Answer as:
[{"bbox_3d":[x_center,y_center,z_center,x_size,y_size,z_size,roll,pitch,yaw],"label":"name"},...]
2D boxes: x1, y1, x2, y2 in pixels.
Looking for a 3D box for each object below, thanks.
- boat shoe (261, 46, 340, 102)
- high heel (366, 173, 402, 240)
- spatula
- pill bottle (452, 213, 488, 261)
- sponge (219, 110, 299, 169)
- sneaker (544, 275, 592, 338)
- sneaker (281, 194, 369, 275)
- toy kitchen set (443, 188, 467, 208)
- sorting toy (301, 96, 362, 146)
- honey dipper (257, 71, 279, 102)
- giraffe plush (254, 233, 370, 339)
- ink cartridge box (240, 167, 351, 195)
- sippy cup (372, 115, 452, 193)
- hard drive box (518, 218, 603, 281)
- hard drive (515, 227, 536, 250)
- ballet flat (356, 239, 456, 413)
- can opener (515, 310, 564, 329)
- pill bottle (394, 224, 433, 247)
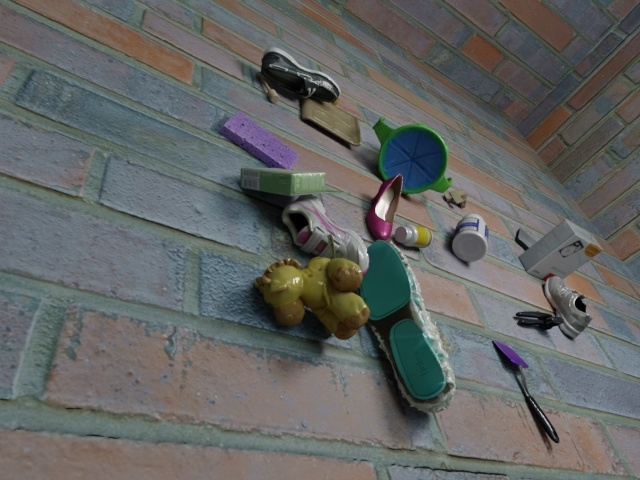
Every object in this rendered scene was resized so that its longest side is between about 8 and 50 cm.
[{"bbox_3d":[-0.069,-0.538,1.648,0.302,0.114,0.091,20,63,-22],"label":"boat shoe"},{"bbox_3d":[0.201,-0.099,1.404,0.082,0.117,0.244,34,33,-11],"label":"high heel"},{"bbox_3d":[0.541,0.384,1.255,0.084,0.030,0.297,22,36,-30],"label":"spatula"},{"bbox_3d":[0.510,-0.017,1.630,0.112,0.112,0.187,40,33,-1],"label":"pill bottle"},{"bbox_3d":[-0.161,-0.264,1.313,0.210,0.031,0.117,35,33,-10],"label":"sponge"},{"bbox_3d":[0.909,0.223,1.746,0.105,0.115,0.281,29,34,-17],"label":"sneaker"},{"bbox_3d":[0.000,0.000,1.109,0.252,0.103,0.111,42,33,18],"label":"sneaker"},{"bbox_3d":[0.532,-0.146,1.884,0.083,0.075,0.068,-14,46,-5],"label":"toy kitchen set"},{"bbox_3d":[0.034,-0.459,1.746,0.229,0.041,0.307,22,36,-19],"label":"sorting toy"},{"bbox_3d":[-0.177,-0.513,1.599,0.030,0.030,0.161,8,41,-40],"label":"honey dipper"},{"bbox_3d":[-0.029,0.096,0.918,0.170,0.181,0.210,-9,65,-24],"label":"giraffe plush"},{"bbox_3d":[-0.053,-0.145,1.175,0.171,0.056,0.235,12,15,38],"label":"ink cartridge box"},{"bbox_3d":[0.326,-0.304,1.704,0.224,0.239,0.306,-63,141,-68],"label":"sippy cup"},{"bbox_3d":[0.926,0.050,1.864,0.181,0.232,0.089,21,38,-26],"label":"hard drive box"},{"bbox_3d":[0.883,0.004,2.070,0.094,0.022,0.135,43,32,4],"label":"hard drive"},{"bbox_3d":[0.182,0.189,1.062,0.147,0.147,0.409,16,43,-33],"label":"ballet flat"},{"bbox_3d":[0.697,0.250,1.554,0.186,0.073,0.059,11,50,-25],"label":"can opener"},{"bbox_3d":[0.274,-0.013,1.426,0.116,0.065,0.065,6,46,-42],"label":"pill bottle"}]
